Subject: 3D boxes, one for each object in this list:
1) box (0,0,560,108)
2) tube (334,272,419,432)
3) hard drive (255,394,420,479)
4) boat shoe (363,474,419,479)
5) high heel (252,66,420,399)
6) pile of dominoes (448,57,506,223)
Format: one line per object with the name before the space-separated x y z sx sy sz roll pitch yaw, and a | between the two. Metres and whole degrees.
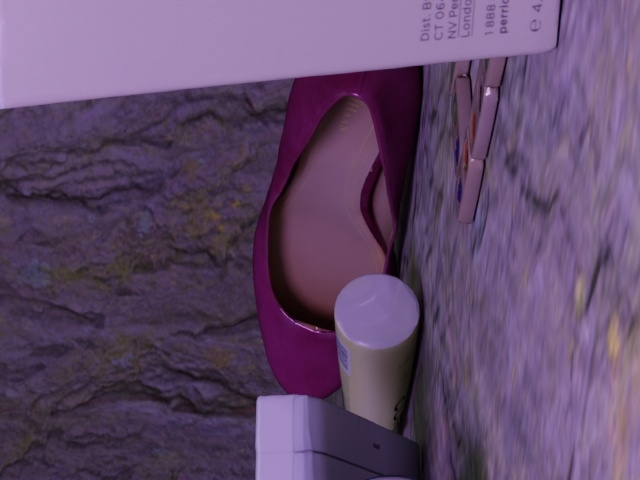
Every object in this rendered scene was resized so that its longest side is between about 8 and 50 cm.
box | -0.034 -0.146 0.679 0.148 0.232 0.127 -131 38 -57
tube | 0.044 0.106 1.287 0.062 0.070 0.240 45 160 23
hard drive | 0.015 0.289 1.054 0.233 0.047 0.353 36 -128 -66
boat shoe | 0.033 0.205 0.915 0.084 0.095 0.258 -92 3 -49
high heel | 0.000 0.000 1.318 0.181 0.127 0.377 -71 -11 -60
pile of dominoes | 0.069 -0.158 0.883 0.251 0.040 0.196 95 175 -55
